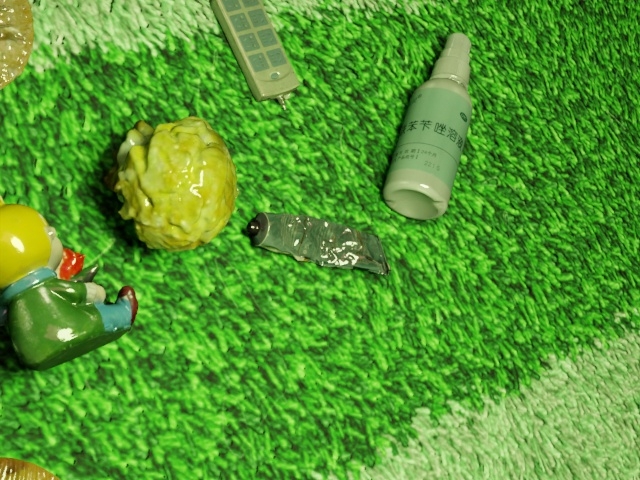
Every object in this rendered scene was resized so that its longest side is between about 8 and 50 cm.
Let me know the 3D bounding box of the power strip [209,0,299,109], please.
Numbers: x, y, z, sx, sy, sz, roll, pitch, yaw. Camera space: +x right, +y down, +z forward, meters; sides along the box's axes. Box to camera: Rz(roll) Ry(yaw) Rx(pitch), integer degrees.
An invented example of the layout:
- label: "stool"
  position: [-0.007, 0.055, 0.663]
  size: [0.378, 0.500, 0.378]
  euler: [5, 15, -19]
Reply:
- label: "power strip"
  position: [-0.102, -0.310, 1.457]
  size: [0.080, 0.029, 0.226]
  euler: [-24, 87, -34]

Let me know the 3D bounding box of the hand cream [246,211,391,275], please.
- label: "hand cream"
  position: [0.000, 0.000, 1.401]
  size: [0.248, 0.052, 0.075]
  euler: [11, 69, -28]

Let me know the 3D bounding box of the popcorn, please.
- label: "popcorn"
  position: [-0.207, -0.085, 1.247]
  size: [0.212, 0.198, 0.198]
  euler: [35, 55, 14]

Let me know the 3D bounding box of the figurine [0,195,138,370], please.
- label: "figurine"
  position: [-0.346, 0.034, 1.149]
  size: [0.185, 0.127, 0.234]
  euler: [-21, 73, -46]

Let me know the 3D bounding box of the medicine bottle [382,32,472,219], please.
- label: "medicine bottle"
  position: [0.199, -0.207, 1.554]
  size: [0.110, 0.110, 0.351]
  euler: [29, 62, -20]

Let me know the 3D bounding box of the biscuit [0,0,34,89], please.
- label: "biscuit"
  position: [-0.487, -0.292, 1.219]
  size: [0.220, 0.033, 0.219]
  euler: [9, 71, -28]

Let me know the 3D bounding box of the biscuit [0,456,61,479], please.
- label: "biscuit"
  position: [-0.408, 0.348, 1.053]
  size: [0.176, 0.031, 0.228]
  euler: [36, 59, -14]
